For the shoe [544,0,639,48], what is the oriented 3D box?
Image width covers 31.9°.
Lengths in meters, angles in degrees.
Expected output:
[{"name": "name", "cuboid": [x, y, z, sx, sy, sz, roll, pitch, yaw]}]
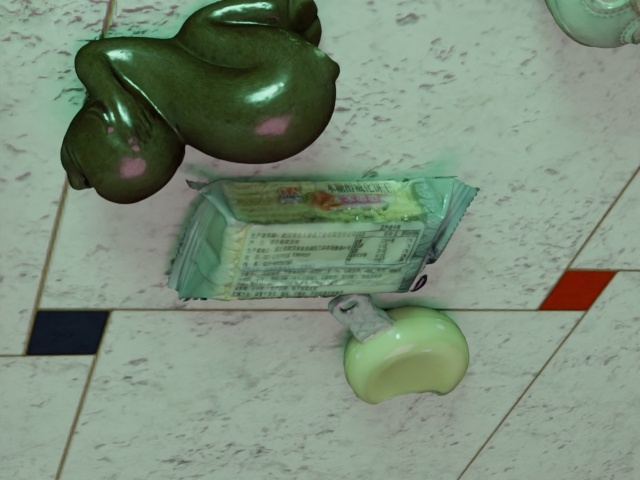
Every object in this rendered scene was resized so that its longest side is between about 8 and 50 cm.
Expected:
[{"name": "shoe", "cuboid": [0.338, -0.276, 0.922, 0.172, 0.198, 0.351, 16, 128, -35]}]

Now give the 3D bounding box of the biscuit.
[{"name": "biscuit", "cuboid": [-0.001, 0.003, 1.207, 0.309, 0.079, 0.186, -4, 141, -20]}]

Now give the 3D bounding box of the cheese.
[{"name": "cheese", "cuboid": [0.102, 0.120, 1.397, 0.163, 0.071, 0.249, -17, 141, -3]}]

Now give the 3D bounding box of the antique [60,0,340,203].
[{"name": "antique", "cuboid": [-0.107, -0.113, 0.976, 0.257, 0.143, 0.121, -17, 143, 0]}]
